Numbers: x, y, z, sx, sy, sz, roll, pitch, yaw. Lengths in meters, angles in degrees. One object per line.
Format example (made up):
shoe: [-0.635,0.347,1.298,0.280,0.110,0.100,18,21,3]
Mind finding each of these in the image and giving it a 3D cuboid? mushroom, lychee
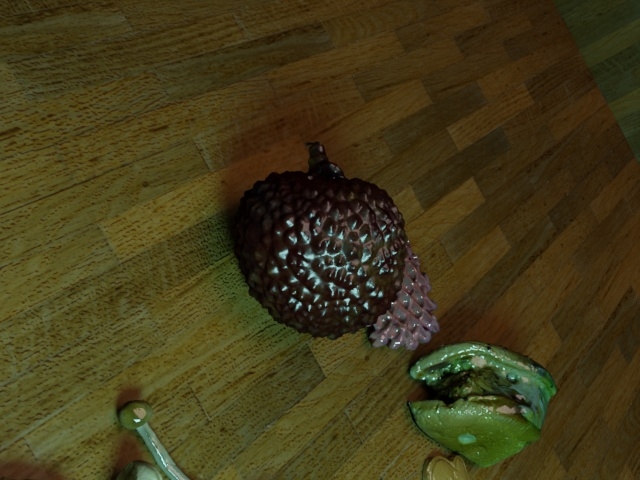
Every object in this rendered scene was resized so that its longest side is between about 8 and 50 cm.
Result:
mushroom: [-0.145,0.312,1.157,0.306,0.068,0.043,42,16,-18]
lychee: [0.000,0.000,1.328,0.264,0.264,0.300,-7,93,-50]

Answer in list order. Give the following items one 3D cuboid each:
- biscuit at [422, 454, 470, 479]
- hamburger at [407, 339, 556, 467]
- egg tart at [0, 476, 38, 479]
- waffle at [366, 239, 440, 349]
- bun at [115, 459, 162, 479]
biscuit: [0.230,0.426,1.540,0.140,0.023,0.118,43,43,-22]
hamburger: [0.306,0.284,1.586,0.288,0.192,0.167,34,37,-32]
egg tart: [-0.312,0.375,0.895,0.290,0.115,0.290,26,50,-36]
waffle: [0.128,0.092,1.585,0.234,0.055,0.221,-4,72,-48]
bun: [-0.218,0.307,1.058,0.055,0.086,0.086,32,48,-26]
